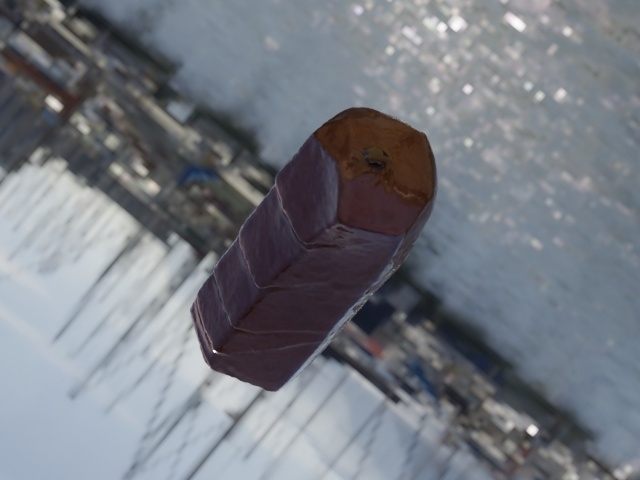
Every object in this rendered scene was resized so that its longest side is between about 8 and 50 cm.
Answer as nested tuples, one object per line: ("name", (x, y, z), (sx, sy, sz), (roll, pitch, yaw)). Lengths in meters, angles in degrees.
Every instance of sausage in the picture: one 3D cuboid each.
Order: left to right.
("sausage", (0.000, -0.001, 0.669), (0.065, 0.065, 0.169), (40, 141, 1))
